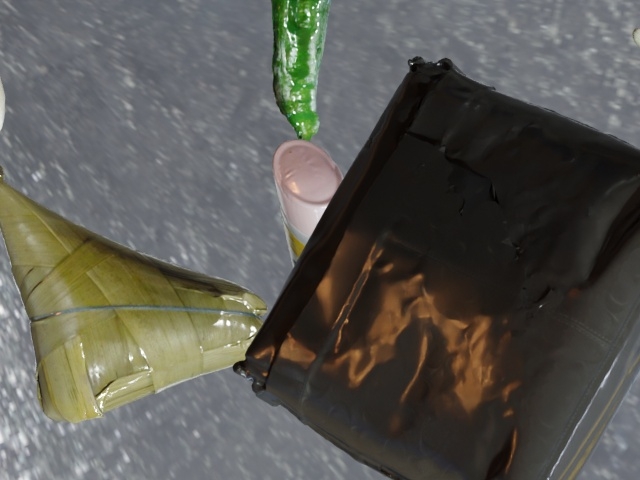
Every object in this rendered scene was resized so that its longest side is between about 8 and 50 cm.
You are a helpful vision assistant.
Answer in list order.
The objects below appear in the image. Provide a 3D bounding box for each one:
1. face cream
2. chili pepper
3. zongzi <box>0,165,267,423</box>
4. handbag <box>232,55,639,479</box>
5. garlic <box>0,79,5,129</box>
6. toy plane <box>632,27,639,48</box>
[{"bbox_3d":[0.000,0.000,1.452,0.057,0.084,0.198,-30,146,-11],"label":"face cream"},{"bbox_3d":[-0.016,-0.206,1.628,0.088,0.059,0.227,-1,88,-21],"label":"chili pepper"},{"bbox_3d":[-0.187,0.027,1.610,0.228,0.115,0.256,-18,85,-27],"label":"zongzi"},{"bbox_3d":[0.088,0.026,0.997,0.247,0.223,0.080,-59,154,-8],"label":"handbag"},{"bbox_3d":[-0.361,-0.155,1.296,0.184,0.203,0.281,-41,125,15],"label":"garlic"},{"bbox_3d":[0.275,-0.041,0.934,0.262,0.088,0.192,39,60,-29],"label":"toy plane"}]
